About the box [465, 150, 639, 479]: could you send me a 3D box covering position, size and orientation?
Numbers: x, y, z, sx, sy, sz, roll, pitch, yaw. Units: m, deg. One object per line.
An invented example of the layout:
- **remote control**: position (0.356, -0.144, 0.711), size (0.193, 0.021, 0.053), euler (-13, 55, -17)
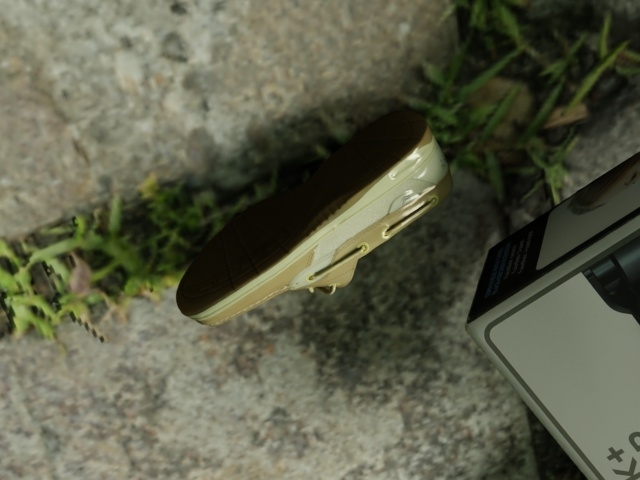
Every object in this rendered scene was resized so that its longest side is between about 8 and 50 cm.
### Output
- **box**: position (0.227, 0.010, 0.710), size (0.290, 0.087, 0.169), euler (-34, 102, 25)

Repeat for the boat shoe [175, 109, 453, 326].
- **boat shoe**: position (0.000, 0.000, 0.724), size (0.135, 0.050, 0.045), euler (-34, 125, 7)
